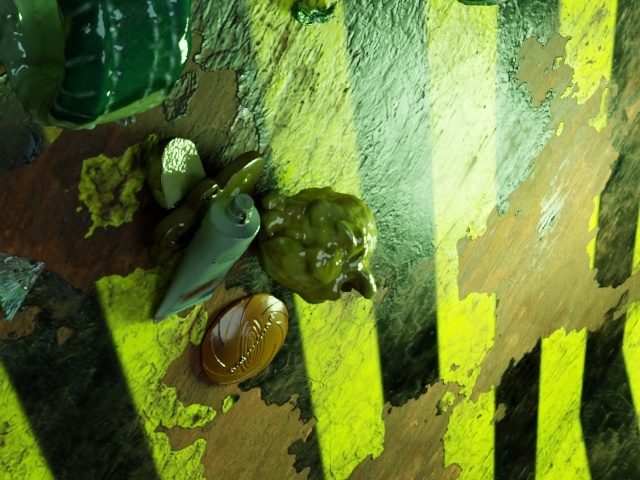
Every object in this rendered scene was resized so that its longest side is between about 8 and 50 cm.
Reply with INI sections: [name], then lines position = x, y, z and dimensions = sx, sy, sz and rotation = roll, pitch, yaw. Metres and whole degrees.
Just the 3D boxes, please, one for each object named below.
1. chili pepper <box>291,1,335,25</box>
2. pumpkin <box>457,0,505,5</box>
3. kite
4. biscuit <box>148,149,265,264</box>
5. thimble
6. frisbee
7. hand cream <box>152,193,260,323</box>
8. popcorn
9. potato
[chili pepper]
position = -0.010, -0.352, 1.584
dimensions = 0.091, 0.030, 0.034
rotation = -7, 97, -44
[pumpkin]
position = 0.278, -0.476, 1.682
dimensions = 0.190, 0.146, 0.190
rotation = -25, 131, -33
[kite]
position = -0.464, 0.066, 1.457
dimensions = 0.157, 0.011, 0.139
rotation = -31, 132, -27
[biscuit]
position = -0.171, -0.054, 1.577
dimensions = 0.236, 0.039, 0.180
rotation = -44, 170, -24
[thimble]
position = -0.277, -0.264, 1.210
dimensions = 0.167, 0.254, 0.288
rotation = -20, 144, -34
[frisbee]
position = -0.130, 0.185, 1.846
dimensions = 0.192, 0.035, 0.192
rotation = -25, 132, -31
[hand cream]
position = -0.171, 0.033, 1.586
dimensions = 0.124, 0.077, 0.340
rotation = -26, 161, -36
[popcorn]
position = 0.004, 0.002, 1.735
dimensions = 0.253, 0.191, 0.190
rotation = 55, 49, -54
[potato]
position = -0.226, -0.113, 1.517
dimensions = 0.096, 0.066, 0.103
rotation = -42, 136, -43
